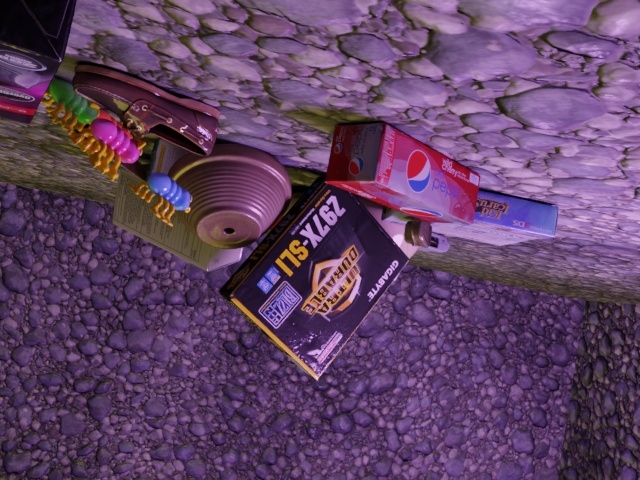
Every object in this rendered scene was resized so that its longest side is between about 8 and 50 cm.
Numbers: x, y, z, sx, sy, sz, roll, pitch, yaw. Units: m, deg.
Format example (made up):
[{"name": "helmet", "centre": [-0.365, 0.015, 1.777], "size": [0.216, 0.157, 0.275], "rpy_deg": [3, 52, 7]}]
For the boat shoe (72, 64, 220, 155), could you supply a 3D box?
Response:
[{"name": "boat shoe", "centre": [-0.234, -0.173, 0.822], "size": [0.207, 0.073, 0.073], "rpy_deg": [15, 175, -31]}]

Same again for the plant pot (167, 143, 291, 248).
[{"name": "plant pot", "centre": [-0.170, -0.061, 1.125], "size": [0.237, 0.109, 0.237], "rpy_deg": [-4, 144, -3]}]

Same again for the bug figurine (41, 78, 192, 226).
[{"name": "bug figurine", "centre": [-0.308, -0.146, 0.915], "size": [0.279, 0.072, 0.216], "rpy_deg": [42, 178, 28]}]

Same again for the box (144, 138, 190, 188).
[{"name": "box", "centre": [-0.222, -0.124, 1.221], "size": [0.244, 0.100, 0.060], "rpy_deg": [14, 176, -25]}]

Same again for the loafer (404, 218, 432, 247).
[{"name": "loafer", "centre": [0.181, -0.012, 1.128], "size": [0.050, 0.056, 0.148], "rpy_deg": [3, 173, 14]}]

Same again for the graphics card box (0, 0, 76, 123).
[{"name": "graphics card box", "centre": [-0.383, -0.211, 0.588], "size": [0.233, 0.094, 0.371], "rpy_deg": [14, 174, -30]}]

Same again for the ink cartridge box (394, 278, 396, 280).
[{"name": "ink cartridge box", "centre": [0.141, 0.038, 1.882], "size": [0.208, 0.087, 0.153], "rpy_deg": [16, -162, -28]}]

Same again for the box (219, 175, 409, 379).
[{"name": "box", "centre": [-0.003, 0.069, 1.202], "size": [0.257, 0.322, 0.079], "rpy_deg": [47, 162, -21]}]

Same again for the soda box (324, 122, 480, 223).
[{"name": "soda box", "centre": [0.129, -0.091, 0.885], "size": [0.092, 0.083, 0.263], "rpy_deg": [6, 172, 43]}]

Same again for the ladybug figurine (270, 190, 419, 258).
[{"name": "ladybug figurine", "centre": [0.047, -0.019, 1.476], "size": [0.449, 0.162, 0.305], "rpy_deg": [7, 174, 41]}]

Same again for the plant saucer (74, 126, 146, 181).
[{"name": "plant saucer", "centre": [-0.412, -0.175, 1.194], "size": [0.168, 0.029, 0.168], "rpy_deg": [33, 175, 3]}]

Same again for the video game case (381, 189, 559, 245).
[{"name": "video game case", "centre": [0.275, -0.051, 1.166], "size": [0.270, 0.061, 0.244], "rpy_deg": [11, 176, -5]}]

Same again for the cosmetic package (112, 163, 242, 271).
[{"name": "cosmetic package", "centre": [-0.321, -0.061, 1.388], "size": [0.296, 0.153, 0.129], "rpy_deg": [25, -160, 23]}]

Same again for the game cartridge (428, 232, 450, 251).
[{"name": "game cartridge", "centre": [0.218, -0.018, 1.779], "size": [0.297, 0.062, 0.198], "rpy_deg": [15, 170, -42]}]
